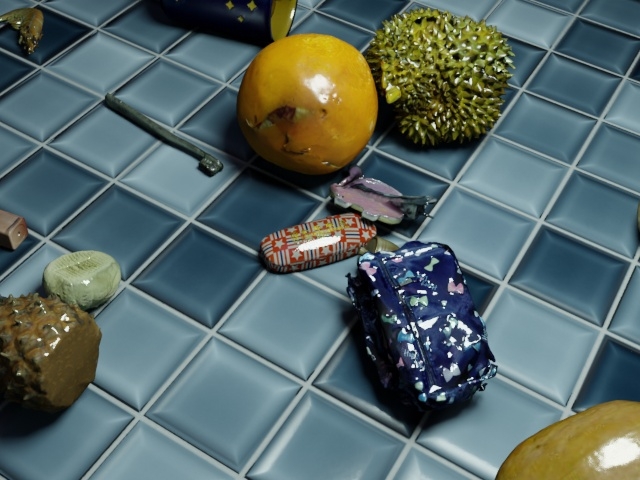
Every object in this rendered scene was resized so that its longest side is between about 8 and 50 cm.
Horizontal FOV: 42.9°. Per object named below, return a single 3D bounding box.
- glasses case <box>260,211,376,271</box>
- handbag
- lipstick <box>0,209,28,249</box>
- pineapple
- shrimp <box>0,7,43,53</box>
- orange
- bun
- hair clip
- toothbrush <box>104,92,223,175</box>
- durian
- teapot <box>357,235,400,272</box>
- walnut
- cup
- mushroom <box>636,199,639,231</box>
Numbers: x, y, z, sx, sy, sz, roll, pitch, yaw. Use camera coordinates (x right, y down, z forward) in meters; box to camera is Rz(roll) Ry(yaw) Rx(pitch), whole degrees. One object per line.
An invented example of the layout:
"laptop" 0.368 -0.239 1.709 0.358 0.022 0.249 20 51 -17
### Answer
"glasses case" 0.000 0.000 1.316 0.194 0.049 0.073 -16 51 -17
"handbag" 0.139 0.119 1.168 0.161 0.113 0.260 -9 58 -18
"lipstick" -0.546 -0.031 1.309 0.145 0.045 0.045 17 50 13
"pineapple" -0.480 0.126 1.120 0.364 0.166 0.166 12 48 18
"shrimp" -0.632 -0.432 1.674 0.124 0.034 0.178 -9 48 -8
"orange" -0.024 -0.229 1.394 0.246 0.246 0.246 2 48 -2
"bun" -0.356 0.064 1.221 0.115 0.069 0.115 1 27 -1
"hair clip" 0.103 -0.070 1.367 0.187 0.056 0.146 17 27 23
"toothbrush" -0.293 -0.198 1.489 0.297 0.030 0.030 33 64 23
"durian" 0.208 -0.308 1.479 0.292 0.258 0.258 7 46 -20
"teapot" 0.084 0.052 1.283 0.080 0.085 0.110 24 77 -12
"walnut" 0.324 0.302 0.972 0.297 0.203 0.203 -15 50 -12
"cup" -0.178 -0.551 1.705 0.256 0.178 0.255 16 64 12
"mushroom" 0.610 -0.037 1.343 0.166 0.127 0.166 -1 54 1
